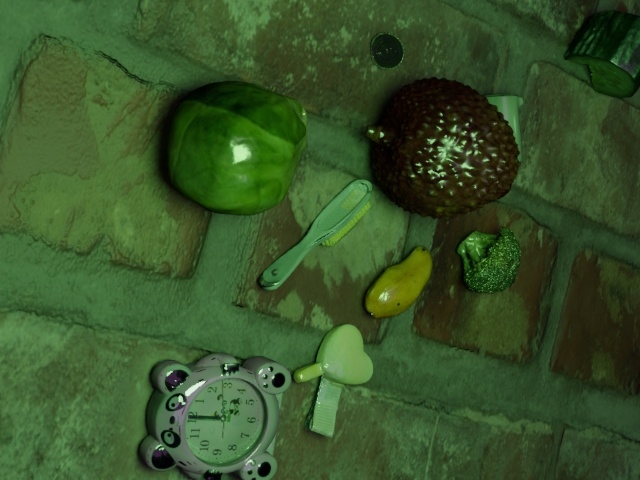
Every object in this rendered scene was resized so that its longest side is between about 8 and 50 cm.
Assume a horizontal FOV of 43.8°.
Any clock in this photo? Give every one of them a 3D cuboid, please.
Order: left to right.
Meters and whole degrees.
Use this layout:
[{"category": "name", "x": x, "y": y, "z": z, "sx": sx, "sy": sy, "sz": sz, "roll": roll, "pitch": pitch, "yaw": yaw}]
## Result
[{"category": "clock", "x": -0.184, "y": 0.312, "z": 1.405, "sx": 0.248, "sy": 0.090, "sz": 0.228, "roll": 9, "pitch": 88, "yaw": -29}, {"category": "clock", "x": 0.135, "y": -0.378, "z": 1.590, "sx": 0.083, "sy": 0.010, "sz": 0.074, "roll": -6, "pitch": 96, "yaw": -30}]

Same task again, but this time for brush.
[{"category": "brush", "x": 0.000, "y": 0.000, "z": 1.516, "sx": 0.297, "sy": 0.068, "sz": 0.060, "roll": -44, "pitch": 135, "yaw": -17}]

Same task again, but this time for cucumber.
[{"category": "cucumber", "x": 0.679, "y": -0.420, "z": 1.819, "sx": 0.191, "sy": 0.191, "sz": 0.130, "roll": 38, "pitch": 83, "yaw": -27}]

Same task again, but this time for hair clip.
[{"category": "hair clip", "x": 0.018, "y": 0.264, "z": 1.538, "sx": 0.159, "sy": 0.071, "sz": 0.218, "roll": 23, "pitch": 77, "yaw": -27}]

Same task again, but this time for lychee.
[{"category": "lychee", "x": 0.228, "y": -0.167, "z": 1.504, "sx": 0.304, "sy": 0.276, "sz": 0.276, "roll": 10, "pitch": 88, "yaw": -12}]

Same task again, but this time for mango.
[{"category": "mango", "x": 0.160, "y": 0.091, "z": 1.603, "sx": 0.190, "sy": 0.075, "sz": 0.098, "roll": -41, "pitch": 121, "yaw": -29}]

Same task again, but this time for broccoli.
[{"category": "broccoli", "x": 0.363, "y": 0.040, "z": 1.693, "sx": 0.162, "sy": 0.146, "sz": 0.138, "roll": -42, "pitch": 82, "yaw": -6}]

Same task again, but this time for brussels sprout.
[{"category": "brussels sprout", "x": -0.134, "y": -0.161, "z": 1.335, "sx": 0.271, "sy": 0.219, "sz": 0.210, "roll": -28, "pitch": 126, "yaw": -46}]

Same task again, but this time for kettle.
[{"category": "kettle", "x": 0.367, "y": -0.236, "z": 1.702, "sx": 0.098, "sy": 0.127, "sz": 0.148, "roll": -8, "pitch": 96, "yaw": -62}]

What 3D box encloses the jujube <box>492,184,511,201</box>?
[{"category": "jujube", "x": 0.349, "y": -0.118, "z": 1.700, "sx": 0.129, "sy": 0.077, "sz": 0.077, "roll": -12, "pitch": 100, "yaw": -23}]
